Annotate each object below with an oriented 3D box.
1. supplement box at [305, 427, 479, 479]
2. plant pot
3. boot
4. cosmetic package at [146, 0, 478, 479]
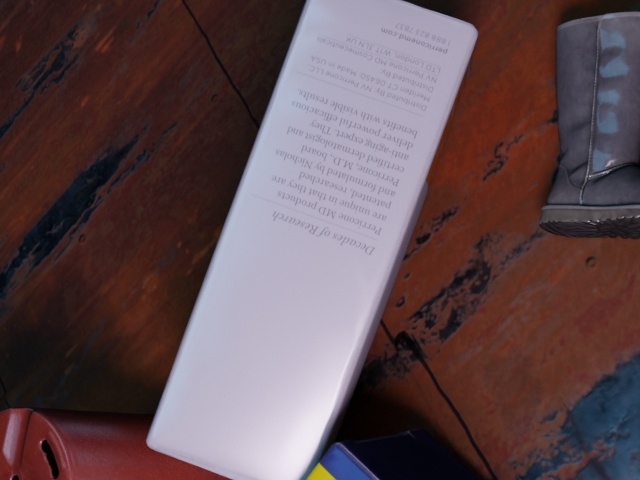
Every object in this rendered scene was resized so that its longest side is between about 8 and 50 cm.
[{"bbox_3d":[0.018,0.367,1.158,0.195,0.194,0.356,41,103,23],"label":"supplement box"},{"bbox_3d":[-0.224,0.287,1.335,0.272,0.265,0.272,-14,68,36],"label":"plant pot"},{"bbox_3d":[0.290,-0.108,1.195,0.190,0.076,0.208,5,74,36],"label":"boot"},{"bbox_3d":[0.000,0.000,1.248,0.161,0.230,0.453,21,91,5],"label":"cosmetic package"}]
